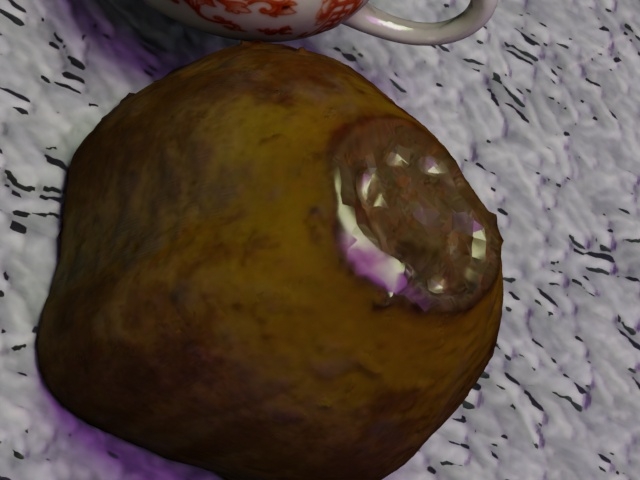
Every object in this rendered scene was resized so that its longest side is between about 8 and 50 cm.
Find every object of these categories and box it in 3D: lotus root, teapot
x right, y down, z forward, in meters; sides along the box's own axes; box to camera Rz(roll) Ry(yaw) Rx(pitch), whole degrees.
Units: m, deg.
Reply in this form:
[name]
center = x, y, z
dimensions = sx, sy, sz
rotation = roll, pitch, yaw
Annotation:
[lotus root]
center = 0.001, 0.000, 0.824
dimensions = 0.188, 0.180, 0.199
rotation = 20, 64, -24
[teapot]
center = -0.031, -0.154, 0.884
dimensions = 0.245, 0.116, 0.159
rotation = 21, 30, -18
